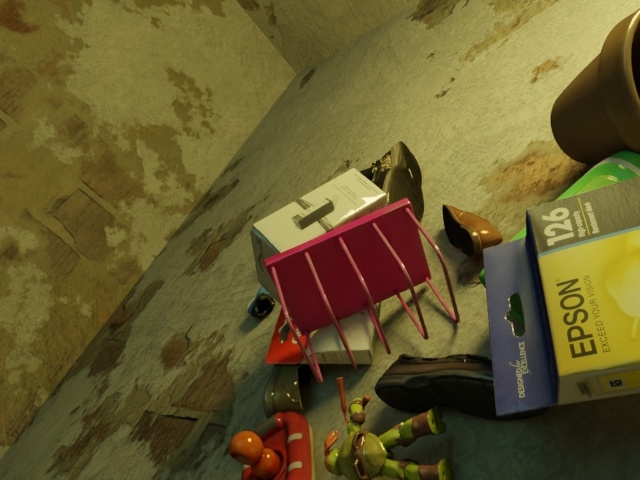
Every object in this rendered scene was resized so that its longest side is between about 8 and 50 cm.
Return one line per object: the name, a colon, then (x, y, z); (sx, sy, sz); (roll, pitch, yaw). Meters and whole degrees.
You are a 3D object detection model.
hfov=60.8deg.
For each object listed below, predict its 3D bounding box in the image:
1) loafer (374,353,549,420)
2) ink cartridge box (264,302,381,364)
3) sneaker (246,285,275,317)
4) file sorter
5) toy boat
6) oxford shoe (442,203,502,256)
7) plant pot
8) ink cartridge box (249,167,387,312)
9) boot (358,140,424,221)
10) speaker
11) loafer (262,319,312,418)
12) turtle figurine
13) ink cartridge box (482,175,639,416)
loafer: (0.211, 0.208, 0.843); (0.302, 0.109, 0.095); (-18, 31, 48)
ink cartridge box: (0.006, 0.172, 1.149); (0.232, 0.066, 0.189); (0, 41, 14)
sneaker: (-0.143, 0.147, 1.504); (0.152, 0.058, 0.084); (-55, 21, -14)
file sorter: (0.080, 0.100, 0.991); (0.290, 0.202, 0.182); (-24, 36, -1)
toy boat: (-0.100, 0.391, 0.955); (0.151, 0.151, 0.231); (-37, 26, 15)
oxford shoe: (0.307, -0.025, 1.124); (0.076, 0.076, 0.212); (-13, 24, -5)
plant pot: (0.530, -0.229, 0.929); (0.263, 0.263, 0.229); (-52, 7, -18)
ink cartridge box: (0.000, 0.000, 1.164); (0.273, 0.197, 0.114); (-31, 56, -23)
boot: (0.113, -0.094, 1.408); (0.284, 0.138, 0.377); (-29, 25, 27)
speaker: (0.398, -0.002, 0.860); (0.296, 0.131, 0.131); (-42, 25, 3)
loafer: (-0.052, 0.274, 1.166); (0.087, 0.094, 0.251); (-1, 40, 12)
turtle figurine: (0.083, 0.316, 0.835); (0.217, 0.087, 0.269); (-23, 46, 29)
ink cartridge box: (0.348, 0.048, 0.670); (0.307, 0.072, 0.303); (-17, 35, 25)
